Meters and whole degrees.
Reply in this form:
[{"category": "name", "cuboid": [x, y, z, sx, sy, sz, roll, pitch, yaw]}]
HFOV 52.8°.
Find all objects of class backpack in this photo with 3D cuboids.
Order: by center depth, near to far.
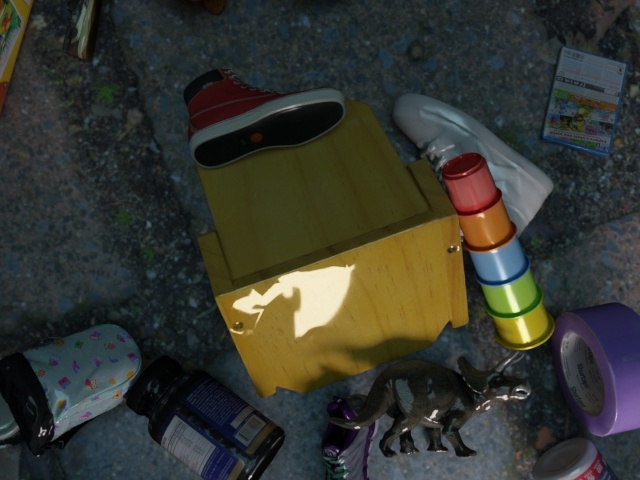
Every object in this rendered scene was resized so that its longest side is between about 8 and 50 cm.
[{"category": "backpack", "cuboid": [-0.347, 0.200, 0.925, 0.182, 0.115, 0.151, -19, 73, -40]}]

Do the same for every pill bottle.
[{"category": "pill bottle", "cuboid": [-0.171, 0.269, 0.948, 0.219, 0.123, 0.122, 34, 84, 12]}, {"category": "pill bottle", "cuboid": [0.422, 0.408, 0.994, 0.108, 0.108, 0.180, -35, 89, -6]}]

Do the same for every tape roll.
[{"category": "tape roll", "cuboid": [0.429, 0.192, 0.972, 0.080, 0.189, 0.188, -11, 86, -4]}]

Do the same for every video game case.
[{"category": "video game case", "cuboid": [0.449, -0.237, 1.097, 0.119, 0.015, 0.166, 14, 84, -3]}]

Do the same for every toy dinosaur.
[{"category": "toy dinosaur", "cuboid": [0.155, 0.246, 0.986, 0.314, 0.121, 0.160, 4, 78, -10]}]

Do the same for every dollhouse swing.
[{"category": "dollhouse swing", "cuboid": [0.000, 0.000, 1.024, 0.347, 0.305, 0.315, -20, 128, -6]}]

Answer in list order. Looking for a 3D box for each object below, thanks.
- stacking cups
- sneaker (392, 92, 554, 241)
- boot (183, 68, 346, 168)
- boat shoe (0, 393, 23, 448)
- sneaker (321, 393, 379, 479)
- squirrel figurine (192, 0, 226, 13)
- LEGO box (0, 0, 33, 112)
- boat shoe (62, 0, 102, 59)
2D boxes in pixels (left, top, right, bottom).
[{"category": "stacking cups", "cuboid": [0.261, 0.014, 0.957, 0.096, 0.096, 0.316, -29, 115, -6]}, {"category": "sneaker", "cuboid": [0.210, -0.096, 1.022, 0.293, 0.108, 0.169, 33, 81, -2]}, {"category": "boot", "cuboid": [-0.091, -0.223, 0.996, 0.245, 0.088, 0.176, -15, 54, 2]}, {"category": "boat shoe", "cuboid": [-0.576, 0.244, 0.944, 0.303, 0.091, 0.114, 17, 56, 1]}, {"category": "sneaker", "cuboid": [0.025, 0.343, 0.968, 0.083, 0.098, 0.223, -3, 76, 37]}, {"category": "squirrel figurine", "cuboid": [-0.101, -0.525, 0.962, 0.397, 0.281, 0.370, 22, 90, 1]}, {"category": "LEGO box", "cuboid": [-0.625, -0.483, 0.952, 0.373, 0.193, 0.499, 14, 84, -3]}, {"category": "boat shoe", "cuboid": [-0.381, -0.368, 1.029, 0.049, 0.056, 0.152, 9, 85, -8]}]
